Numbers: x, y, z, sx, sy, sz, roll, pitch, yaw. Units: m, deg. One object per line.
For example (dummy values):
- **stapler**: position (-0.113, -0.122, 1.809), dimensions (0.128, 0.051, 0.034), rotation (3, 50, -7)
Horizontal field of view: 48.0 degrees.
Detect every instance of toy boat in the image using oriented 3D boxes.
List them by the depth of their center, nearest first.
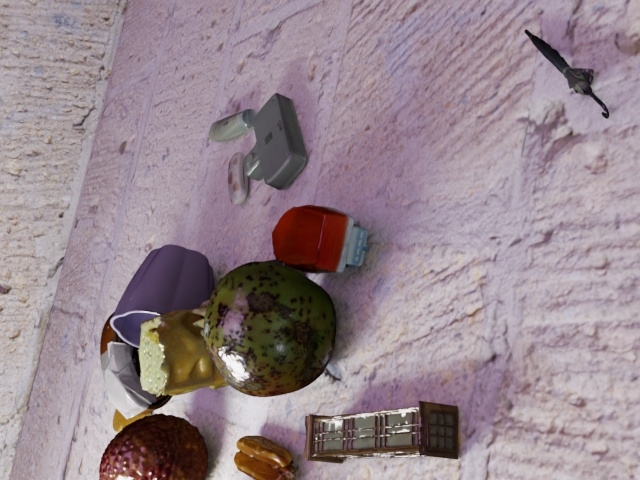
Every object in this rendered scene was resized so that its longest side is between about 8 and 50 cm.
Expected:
- **toy boat**: position (0.000, 0.000, 1.533), dimensions (0.332, 0.133, 0.145), rotation (-171, 91, -67)

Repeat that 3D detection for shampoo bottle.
- **shampoo bottle**: position (-0.261, -0.339, 2.121), dimensions (0.212, 0.049, 0.072), rotation (-11, 63, 53)

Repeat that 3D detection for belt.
- **belt**: position (-0.510, 0.329, 2.043), dimensions (0.122, 0.217, 0.339), rotation (-36, 55, 43)

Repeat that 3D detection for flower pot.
- **flower pot**: position (-0.401, 0.155, 1.952), dimensions (0.265, 0.265, 0.243), rotation (-29, 39, 47)

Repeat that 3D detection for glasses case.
- **glasses case**: position (-0.231, -0.173, 2.011), dimensions (0.063, 0.041, 0.164), rotation (-38, 46, 42)

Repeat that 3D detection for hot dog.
- **hot dog**: position (-0.116, 0.474, 1.542), dimensions (0.235, 0.062, 0.092), rotation (2, 77, 59)

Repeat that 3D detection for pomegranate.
- **pomegranate**: position (-0.138, 0.182, 1.496), dimensions (0.340, 0.285, 0.285), rotation (-1, 75, 47)

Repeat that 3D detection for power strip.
- **power strip**: position (-0.128, -0.238, 1.871), dimensions (0.193, 0.059, 0.265), rotation (-44, 43, 31)

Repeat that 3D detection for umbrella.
- **umbrella**: position (0.389, -0.282, 1.148), dimensions (0.044, 0.044, 0.269), rotation (-29, 47, 8)

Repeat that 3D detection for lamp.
- **lamp**: position (0.096, 0.341, 1.262), dimensions (0.325, 0.089, 0.090), rotation (-24, 57, 49)

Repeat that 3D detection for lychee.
- **lychee**: position (-0.405, 0.557, 1.766), dimensions (0.260, 0.260, 0.261), rotation (-28, 54, 47)

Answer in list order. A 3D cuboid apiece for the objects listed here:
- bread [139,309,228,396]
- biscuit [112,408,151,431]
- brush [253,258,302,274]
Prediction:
- **bread**: position (-0.298, 0.262, 1.701), dimensions (0.238, 0.252, 0.196), rotation (-28, 73, 54)
- **biscuit**: position (-0.580, 0.533, 2.225), dimensions (0.240, 0.035, 0.158), rotation (-32, 49, 45)
- **brush**: position (-0.117, 0.108, 1.704), dimensions (0.197, 0.059, 0.123), rotation (-11, 70, 55)
